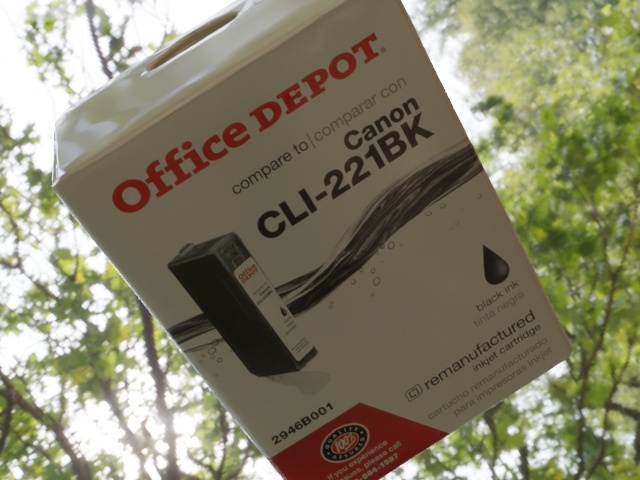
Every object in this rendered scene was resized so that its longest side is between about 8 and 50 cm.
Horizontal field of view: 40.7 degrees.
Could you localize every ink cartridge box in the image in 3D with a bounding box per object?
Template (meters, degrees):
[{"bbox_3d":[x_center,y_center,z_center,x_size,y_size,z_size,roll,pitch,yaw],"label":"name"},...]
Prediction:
[{"bbox_3d":[0.000,0.000,0.516,0.273,0.197,0.114,58,179,-27],"label":"ink cartridge box"}]
